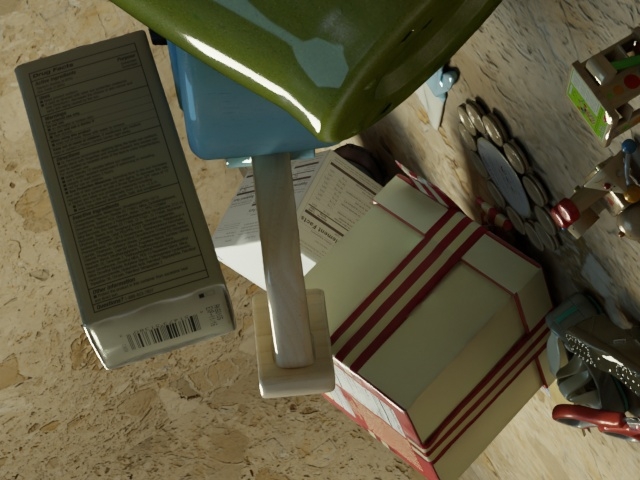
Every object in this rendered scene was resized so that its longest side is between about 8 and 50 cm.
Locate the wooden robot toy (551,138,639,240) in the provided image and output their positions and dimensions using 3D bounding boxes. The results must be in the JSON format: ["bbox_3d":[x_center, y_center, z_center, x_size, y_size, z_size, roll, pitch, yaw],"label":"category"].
[{"bbox_3d":[0.244,-0.021,1.279,0.079,0.076,0.173,47,172,6],"label":"wooden robot toy"}]

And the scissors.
[{"bbox_3d":[0.316,0.188,1.583,0.109,0.021,0.297,18,172,-2],"label":"scissors"}]

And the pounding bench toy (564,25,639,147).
[{"bbox_3d":[0.216,-0.116,1.077,0.052,0.065,0.083,57,172,18],"label":"pounding bench toy"}]

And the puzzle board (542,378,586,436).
[{"bbox_3d":[0.296,0.181,1.954,0.128,0.011,0.096,53,172,42],"label":"puzzle board"}]

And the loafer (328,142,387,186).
[{"bbox_3d":[0.046,-0.088,2.224,0.109,0.095,0.302,23,163,7],"label":"loafer"}]

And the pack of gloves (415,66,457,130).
[{"bbox_3d":[0.073,-0.222,1.681,0.195,0.046,0.232,59,173,9],"label":"pack of gloves"}]

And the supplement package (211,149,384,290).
[{"bbox_3d":[0.000,0.000,2.132,0.204,0.145,0.262,34,163,-21],"label":"supplement package"}]

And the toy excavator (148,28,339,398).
[{"bbox_3d":[-0.055,-0.107,1.521,0.433,0.222,0.445,90,175,-66],"label":"toy excavator"}]

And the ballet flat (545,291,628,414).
[{"bbox_3d":[0.280,0.137,1.655,0.072,0.068,0.213,50,169,42],"label":"ballet flat"}]

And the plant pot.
[{"bbox_3d":[-0.032,-0.273,1.167,0.353,0.366,0.366,46,171,8],"label":"plant pot"}]

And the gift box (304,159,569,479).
[{"bbox_3d":[0.115,0.082,1.769,0.276,0.258,0.255,38,165,29],"label":"gift box"}]

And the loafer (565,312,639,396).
[{"bbox_3d":[0.305,0.113,1.487,0.148,0.050,0.056,34,163,35],"label":"loafer"}]

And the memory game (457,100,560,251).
[{"bbox_3d":[0.197,-0.067,1.607,0.186,0.012,0.186,57,173,11],"label":"memory game"}]

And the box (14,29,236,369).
[{"bbox_3d":[-0.198,-0.045,1.555,0.121,0.148,0.311,82,171,-63],"label":"box"}]
